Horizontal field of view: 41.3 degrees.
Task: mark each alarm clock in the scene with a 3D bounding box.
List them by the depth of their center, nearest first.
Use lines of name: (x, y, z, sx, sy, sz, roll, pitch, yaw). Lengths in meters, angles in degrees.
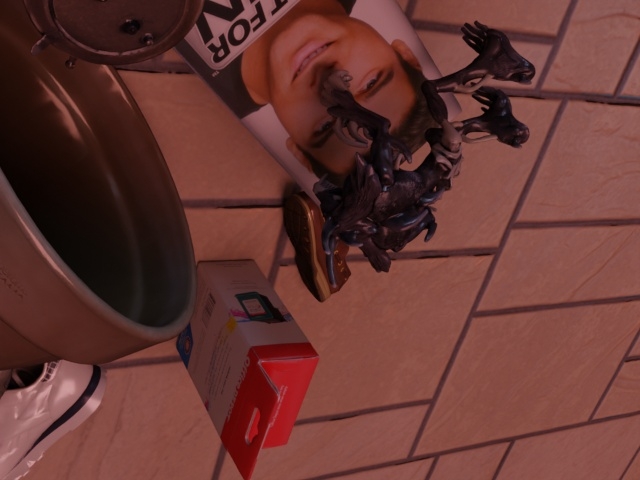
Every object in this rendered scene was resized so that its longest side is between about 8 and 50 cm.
alarm clock: (-0.131, -0.196, 0.608, 0.192, 0.064, 0.129, -29, 144, 7)

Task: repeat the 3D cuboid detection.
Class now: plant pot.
plant pot: (-0.297, -0.014, 0.679, 0.280, 0.323, 0.323, -26, 136, 9)

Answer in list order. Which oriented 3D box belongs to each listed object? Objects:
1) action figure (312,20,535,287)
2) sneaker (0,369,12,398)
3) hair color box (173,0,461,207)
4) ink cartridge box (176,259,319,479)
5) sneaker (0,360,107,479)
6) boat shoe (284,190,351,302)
action figure: (0.073, -0.079, 0.791, 0.276, 0.141, 0.164, -40, 139, -22)
sneaker: (-0.397, 0.141, 0.862, 0.130, 0.087, 0.227, 12, 122, -45)
hair color box: (-0.031, -0.201, 0.805, 0.185, 0.113, 0.374, -41, 136, 3)
ink cartridge box: (-0.080, 0.140, 0.956, 0.078, 0.231, 0.134, 0, 124, -32)
sneaker: (-0.351, 0.204, 0.955, 0.235, 0.090, 0.095, -45, 122, 1)
boat shoe: (0.000, 0.000, 1.020, 0.060, 0.064, 0.178, -31, 141, -15)
